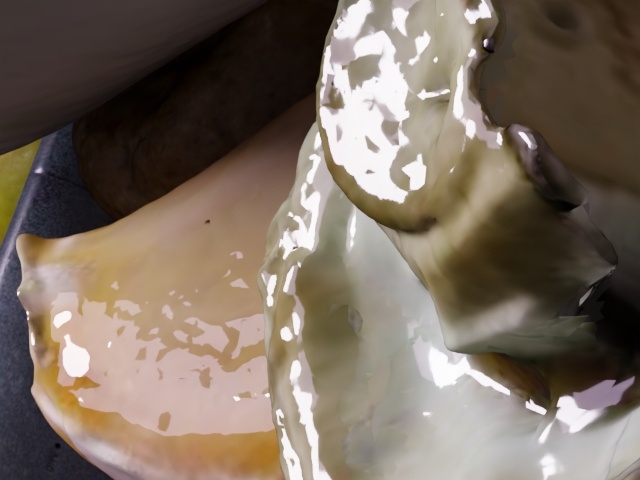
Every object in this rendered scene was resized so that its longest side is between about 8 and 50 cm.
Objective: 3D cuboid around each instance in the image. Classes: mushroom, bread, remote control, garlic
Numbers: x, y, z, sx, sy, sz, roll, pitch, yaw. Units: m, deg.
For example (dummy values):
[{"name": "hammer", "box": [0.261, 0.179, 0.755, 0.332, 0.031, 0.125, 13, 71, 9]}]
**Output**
[{"name": "mushroom", "box": [0.081, 0.012, 0.495, 0.164, 0.190, 0.267, -42, 53, 49]}, {"name": "bread", "box": [-0.009, -0.093, 0.807, 0.230, 0.123, 0.230, -42, 28, 29]}, {"name": "remote control", "box": [-0.092, -0.027, 0.903, 0.044, 0.107, 0.377, -18, 50, 57]}, {"name": "garlic", "box": [0.013, 0.007, 0.633, 0.245, 0.164, 0.145, -39, 14, 15]}]

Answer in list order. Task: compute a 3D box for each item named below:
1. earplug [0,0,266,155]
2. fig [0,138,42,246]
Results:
[{"name": "earplug", "box": [-0.148, -0.183, 0.660, 0.394, 0.313, 0.312, -26, 43, 54]}, {"name": "fig", "box": [-0.144, -0.064, 0.993, 0.148, 0.142, 0.186, -59, 5, 44]}]
